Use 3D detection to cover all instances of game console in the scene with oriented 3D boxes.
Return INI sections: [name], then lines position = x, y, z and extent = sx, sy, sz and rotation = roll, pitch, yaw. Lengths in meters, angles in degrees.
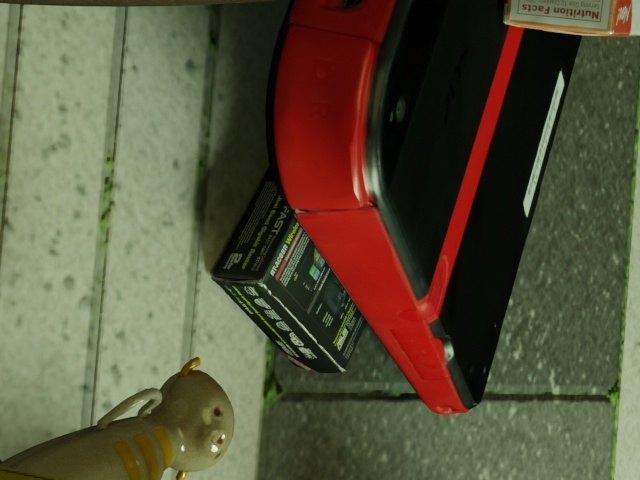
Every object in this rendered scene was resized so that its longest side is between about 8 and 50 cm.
[game console]
position = 0.085, -0.131, 0.905
extent = 0.342, 0.060, 0.386
rotation = 61, 43, -59

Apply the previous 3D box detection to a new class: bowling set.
[bowling set]
position = -0.045, 0.222, 0.688
extent = 0.154, 0.200, 0.287
rotation = -27, 133, -47

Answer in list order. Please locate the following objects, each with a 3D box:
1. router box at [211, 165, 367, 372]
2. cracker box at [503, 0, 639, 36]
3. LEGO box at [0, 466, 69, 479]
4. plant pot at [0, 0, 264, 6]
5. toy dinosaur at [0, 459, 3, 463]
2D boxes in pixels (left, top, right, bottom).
[router box]
position = 0.000, 0.000, 0.886
extent = 0.092, 0.038, 0.122
rotation = 51, 55, -40
[cracker box]
position = 0.167, -0.234, 0.898
extent = 0.156, 0.067, 0.232
rotation = -19, 117, -67
[LEGO box]
position = -0.147, 0.196, 0.366
extent = 0.372, 0.500, 0.193
rotation = -11, 100, -49
[plant pot]
position = -0.072, -0.183, 0.636
extent = 0.230, 0.215, 0.215
rotation = -16, 110, -3
[toy dinosaur]
position = -0.144, 0.134, 0.726
extent = 0.047, 0.090, 0.082
rotation = -2, 133, -35
